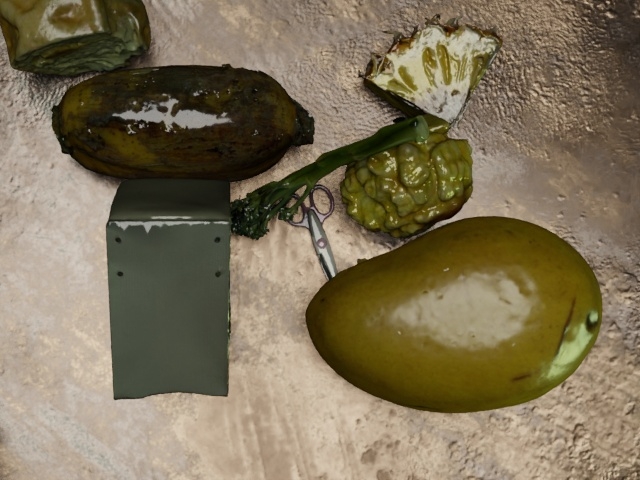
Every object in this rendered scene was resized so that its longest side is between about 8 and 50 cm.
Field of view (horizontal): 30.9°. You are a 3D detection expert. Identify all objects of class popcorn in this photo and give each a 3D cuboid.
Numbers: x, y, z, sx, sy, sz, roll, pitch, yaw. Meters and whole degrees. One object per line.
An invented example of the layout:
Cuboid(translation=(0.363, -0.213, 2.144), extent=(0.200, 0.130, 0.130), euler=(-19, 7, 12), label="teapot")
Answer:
Cuboid(translation=(0.135, -0.097, 1.776), extent=(0.189, 0.218, 0.169), euler=(-38, 103, -37), label="popcorn")

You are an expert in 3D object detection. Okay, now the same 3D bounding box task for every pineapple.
Cuboid(translation=(0.185, -0.261, 1.857), extent=(0.237, 0.114, 0.186), euler=(-18, 87, 4), label="pineapple")

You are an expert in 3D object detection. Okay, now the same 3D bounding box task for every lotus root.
Cuboid(translation=(-0.208, -0.176, 1.764), extent=(0.398, 0.196, 0.179), euler=(-2, 87, -9), label="lotus root")

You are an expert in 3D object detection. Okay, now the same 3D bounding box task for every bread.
Cuboid(translation=(-0.391, -0.389, 1.772), extent=(0.239, 0.196, 0.252), euler=(-8, 83, -1), label="bread")

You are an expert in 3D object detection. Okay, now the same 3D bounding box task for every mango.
Cuboid(translation=(0.200, 0.114, 1.753), extent=(0.445, 0.220, 0.301), euler=(-1, 98, -5), label="mango")

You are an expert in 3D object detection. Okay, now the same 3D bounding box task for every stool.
Cuboid(translation=(-0.213, 0.061, 1.676), extent=(0.170, 0.243, 0.269), euler=(-1, 106, -4), label="stool")

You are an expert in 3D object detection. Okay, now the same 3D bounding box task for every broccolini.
Cuboid(translation=(0.006, -0.084, 1.713), extent=(0.074, 0.392, 0.078), euler=(48, 45, -23), label="broccolini")

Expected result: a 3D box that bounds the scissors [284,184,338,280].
Cuboid(translation=(0.000, 0.000, 1.848), extent=(0.085, 0.022, 0.176), euler=(-19, 84, -7), label="scissors")
